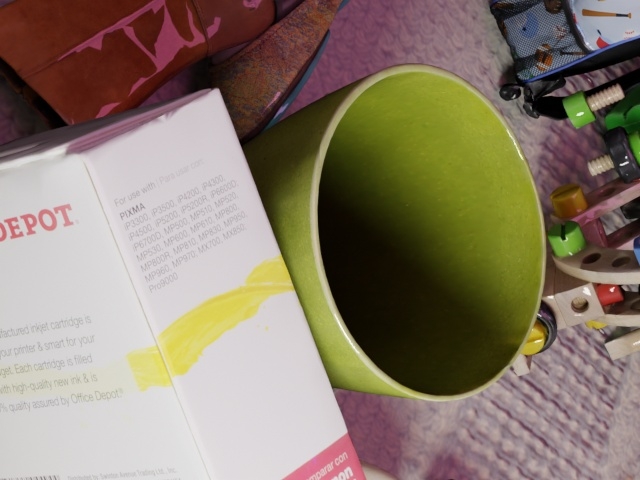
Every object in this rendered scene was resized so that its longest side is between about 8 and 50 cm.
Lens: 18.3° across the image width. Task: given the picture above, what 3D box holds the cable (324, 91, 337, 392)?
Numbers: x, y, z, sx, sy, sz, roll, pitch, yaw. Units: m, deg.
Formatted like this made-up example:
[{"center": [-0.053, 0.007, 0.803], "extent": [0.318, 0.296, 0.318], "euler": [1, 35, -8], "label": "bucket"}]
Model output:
[{"center": [0.000, 0.000, 1.870], "extent": [0.139, 0.072, 0.287], "euler": [22, 69, -33], "label": "cable"}]

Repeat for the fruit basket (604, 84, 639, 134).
[{"center": [0.537, -0.085, 2.271], "extent": [0.392, 0.283, 0.392], "euler": [6, 77, -31], "label": "fruit basket"}]

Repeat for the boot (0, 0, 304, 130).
[{"center": [-0.187, -0.238, 1.725], "extent": [0.280, 0.096, 0.264], "euler": [-35, 87, -22], "label": "boot"}]

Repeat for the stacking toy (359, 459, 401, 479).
[{"center": [-0.023, 0.356, 1.755], "extent": [0.141, 0.141, 0.330], "euler": [49, 57, -26], "label": "stacking toy"}]

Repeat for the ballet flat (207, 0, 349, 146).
[{"center": [-0.035, -0.224, 1.850], "extent": [0.123, 0.123, 0.348], "euler": [53, 48, -24], "label": "ballet flat"}]

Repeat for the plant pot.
[{"center": [-0.006, 0.008, 1.709], "extent": [0.275, 0.293, 0.274], "euler": [8, 79, -43], "label": "plant pot"}]

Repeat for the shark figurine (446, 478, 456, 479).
[{"center": [0.153, 0.355, 1.878], "extent": [0.116, 0.166, 0.278], "euler": [3, 73, -5], "label": "shark figurine"}]

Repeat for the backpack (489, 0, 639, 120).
[{"center": [0.339, -0.276, 2.103], "extent": [0.276, 0.263, 0.213], "euler": [-30, 103, -41], "label": "backpack"}]

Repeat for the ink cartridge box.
[{"center": [-0.151, 0.097, 1.567], "extent": [0.160, 0.279, 0.384], "euler": [-30, 104, -43], "label": "ink cartridge box"}]

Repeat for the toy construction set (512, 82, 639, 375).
[{"center": [0.278, 0.051, 2.079], "extent": [0.309, 0.237, 0.257], "euler": [51, 20, -46], "label": "toy construction set"}]
